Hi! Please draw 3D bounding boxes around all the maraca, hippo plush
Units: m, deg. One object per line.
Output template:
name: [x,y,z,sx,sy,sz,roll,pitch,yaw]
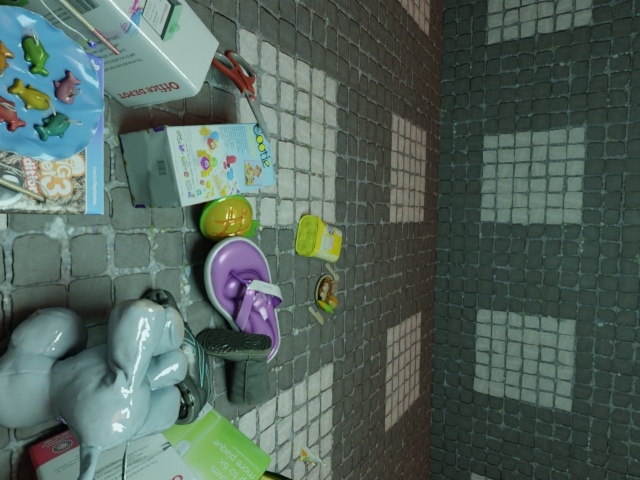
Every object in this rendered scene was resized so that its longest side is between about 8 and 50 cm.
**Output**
maraca: [-0.208,-0.040,0.966,0.127,0.099,0.186,-37,151,-5]
hippo plush: [-0.359,0.224,0.636,0.234,0.236,0.294,86,8,-55]

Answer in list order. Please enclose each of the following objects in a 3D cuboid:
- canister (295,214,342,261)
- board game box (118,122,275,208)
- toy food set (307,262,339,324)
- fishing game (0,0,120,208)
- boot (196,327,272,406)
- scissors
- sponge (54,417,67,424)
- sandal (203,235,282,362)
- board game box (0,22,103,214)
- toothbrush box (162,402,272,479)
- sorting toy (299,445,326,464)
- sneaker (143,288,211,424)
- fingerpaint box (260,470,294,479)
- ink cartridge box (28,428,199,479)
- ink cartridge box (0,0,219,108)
canister: [0.000,0.000,1.330,0.170,0.073,0.126,22,74,-58]
board game box: [-0.239,-0.162,0.863,0.275,0.142,0.144,-26,113,-55]
toy food set: [0.027,0.180,1.419,0.132,0.038,0.192,54,49,-46]
fishing game: [-0.350,-0.191,0.510,0.189,0.041,0.264,44,55,-53]
boot: [-0.206,0.312,1.006,0.076,0.189,0.209,-85,-173,-52]
scissors: [-0.153,-0.330,0.939,0.109,0.021,0.297,-14,63,-50]
sponge: [-0.376,0.313,0.787,0.210,0.031,0.117,57,47,-43]
sandal: [-0.150,0.159,1.006,0.169,0.102,0.416,-46,141,-33]
board game box: [-0.450,-0.150,0.524,0.291,0.141,0.232,-4,96,-58]
toothbrush box: [-0.264,0.484,0.792,0.283,0.206,0.122,-39,159,-49]
sorting toy: [-0.021,0.710,1.352,0.083,0.075,0.045,57,46,-43]
sneaker: [-0.292,0.227,0.843,0.106,0.101,0.268,-7,82,-74]
fingerpaint box: [-0.172,0.794,0.970,0.371,0.163,0.445,66,39,-53]
ink cartridge box: [-0.320,0.383,0.648,0.172,0.237,0.100,-16,117,-43]
ink cartridge box: [-0.330,-0.351,0.644,0.278,0.201,0.117,43,57,-51]
